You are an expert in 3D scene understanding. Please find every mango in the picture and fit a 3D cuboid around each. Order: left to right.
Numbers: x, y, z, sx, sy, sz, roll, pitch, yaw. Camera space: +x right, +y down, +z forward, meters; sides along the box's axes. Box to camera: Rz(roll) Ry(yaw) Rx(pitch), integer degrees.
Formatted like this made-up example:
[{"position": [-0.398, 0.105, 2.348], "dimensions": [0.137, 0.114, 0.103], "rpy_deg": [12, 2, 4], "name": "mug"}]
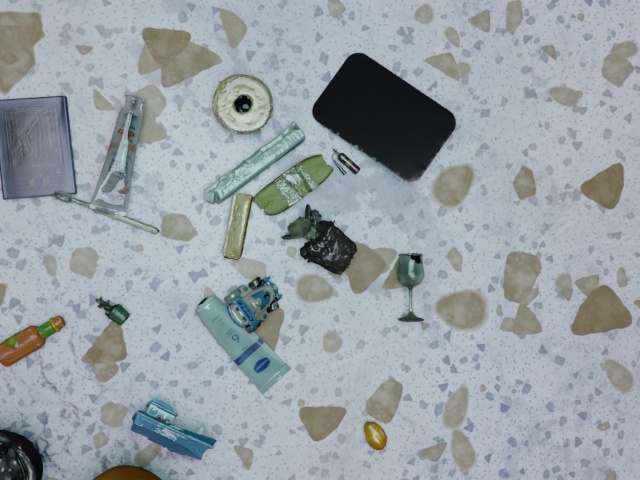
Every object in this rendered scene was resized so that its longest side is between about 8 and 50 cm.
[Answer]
[{"position": [0.157, 0.564, 1.887], "dimensions": [0.060, 0.046, 0.089], "rpy_deg": [-35, 91, -5], "name": "mango"}]

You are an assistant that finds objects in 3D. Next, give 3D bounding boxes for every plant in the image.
[{"position": [-0.573, 0.187, 1.781], "dimensions": [0.102, 0.051, 0.051], "rpy_deg": [36, 86, -2], "name": "plant"}, {"position": [0.000, 0.000, 1.815], "dimensions": [0.203, 0.131, 0.142], "rpy_deg": [30, 90, -6], "name": "plant"}]

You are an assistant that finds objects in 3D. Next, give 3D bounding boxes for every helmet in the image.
[{"position": [-0.864, 0.592, 1.685], "dimensions": [0.305, 0.177, 0.225], "rpy_deg": [14, 83, -1], "name": "helmet"}]

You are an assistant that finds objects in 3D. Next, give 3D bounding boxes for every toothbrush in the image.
[{"position": [-0.582, -0.076, 1.782], "dimensions": [0.294, 0.028, 0.026], "rpy_deg": [20, 105, -16], "name": "toothbrush"}]

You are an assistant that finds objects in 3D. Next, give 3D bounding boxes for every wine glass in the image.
[{"position": [0.261, 0.133, 1.879], "dimensions": [0.079, 0.079, 0.195], "rpy_deg": [-1, 92, -8], "name": "wine glass"}]

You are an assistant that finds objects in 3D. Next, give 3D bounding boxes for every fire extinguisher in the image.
[{"position": [0.064, -0.222, 1.876], "dimensions": [0.100, 0.032, 0.046], "rpy_deg": [40, 120, -7], "name": "fire extinguisher"}]

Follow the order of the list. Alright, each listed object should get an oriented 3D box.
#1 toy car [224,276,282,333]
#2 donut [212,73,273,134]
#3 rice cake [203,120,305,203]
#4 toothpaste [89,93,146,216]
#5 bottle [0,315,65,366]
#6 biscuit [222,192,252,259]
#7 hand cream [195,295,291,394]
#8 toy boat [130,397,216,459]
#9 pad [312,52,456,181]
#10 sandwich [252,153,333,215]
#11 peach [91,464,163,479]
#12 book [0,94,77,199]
[{"position": [-0.172, 0.171, 1.799], "dimensions": [0.161, 0.098, 0.126], "rpy_deg": [-35, 96, -22], "name": "toy car"}, {"position": [-0.216, -0.376, 1.813], "dimensions": [0.175, 0.068, 0.174], "rpy_deg": [0, 92, -5], "name": "donut"}, {"position": [-0.185, -0.209, 1.820], "dimensions": [0.336, 0.066, 0.063], "rpy_deg": [-39, 87, -6], "name": "rice cake"}, {"position": [-0.540, -0.232, 1.769], "dimensions": [0.100, 0.066, 0.323], "rpy_deg": [13, 88, -19], "name": "toothpaste"}, {"position": [-0.773, 0.263, 1.747], "dimensions": [0.187, 0.069, 0.069], "rpy_deg": [-31, 95, -8], "name": "bottle"}, {"position": [-0.233, -0.040, 1.820], "dimensions": [0.056, 0.052, 0.188], "rpy_deg": [12, 93, 2], "name": "biscuit"}, {"position": [-0.227, 0.285, 1.837], "dimensions": [0.109, 0.067, 0.320], "rpy_deg": [-42, 103, -6], "name": "hand cream"}, {"position": [-0.398, 0.518, 1.792], "dimensions": [0.238, 0.109, 0.098], "rpy_deg": [29, 53, -7], "name": "toy boat"}, {"position": [0.201, -0.379, 1.892], "dimensions": [0.375, 0.063, 0.315], "rpy_deg": [36, 87, 3], "name": "pad"}, {"position": [-0.072, -0.157, 1.824], "dimensions": [0.244, 0.088, 0.090], "rpy_deg": [-36, 95, -6], "name": "sandwich"}, {"position": [-0.509, 0.761, 1.664], "dimensions": [0.302, 0.343, 0.343], "rpy_deg": [43, 85, 11], "name": "peach"}, {"position": [-0.770, -0.251, 1.760], "dimensions": [0.191, 0.025, 0.269], "rpy_deg": [-5, 91, -8], "name": "book"}]
